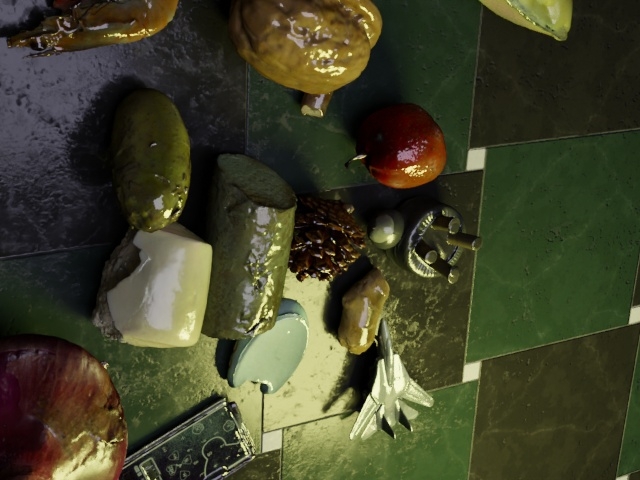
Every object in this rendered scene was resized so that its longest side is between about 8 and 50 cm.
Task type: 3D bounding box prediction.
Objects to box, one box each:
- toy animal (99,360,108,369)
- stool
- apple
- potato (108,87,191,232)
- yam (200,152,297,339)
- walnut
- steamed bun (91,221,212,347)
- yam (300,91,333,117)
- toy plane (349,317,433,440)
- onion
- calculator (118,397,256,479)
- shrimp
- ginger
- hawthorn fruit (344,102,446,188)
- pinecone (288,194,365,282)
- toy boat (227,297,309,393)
[{"bbox_3d":[-0.414,0.305,1.833,0.105,0.070,0.202,6,104,-46],"label":"toy animal"},{"bbox_3d":[0.200,0.005,2.027,0.228,0.139,0.153,-13,114,-30],"label":"stool"},{"bbox_3d":[0.376,-0.509,1.943,0.265,0.120,0.193,21,84,-38],"label":"apple"},{"bbox_3d":[-0.271,-0.133,1.656,0.113,0.149,0.251,19,54,-41],"label":"potato"},{"bbox_3d":[-0.133,0.014,1.809,0.168,0.168,0.304,1,109,-32],"label":"yam"},{"bbox_3d":[-0.025,-0.356,1.695,0.257,0.257,0.224,22,62,-36],"label":"walnut"},{"bbox_3d":[-0.290,0.064,1.727,0.170,0.200,0.225,6,95,-57],"label":"steamed bun"},{"bbox_3d":[0.018,-0.332,1.832,0.057,0.057,0.241,10,105,-34],"label":"yam"},{"bbox_3d":[0.130,0.274,2.133,0.212,0.088,0.267,-19,110,-25],"label":"toy plane"},{"bbox_3d":[-0.465,0.332,1.605,0.348,0.385,0.348,-3,105,-11],"label":"onion"},{"bbox_3d":[-0.260,0.424,1.984,0.274,0.028,0.166,-31,122,-17],"label":"calculator"},{"bbox_3d":[-0.350,-0.368,1.590,0.287,0.063,0.152,-22,117,-26],"label":"shrimp"},{"bbox_3d":[0.084,0.142,2.055,0.095,0.069,0.190,-5,112,-53],"label":"ginger"},{"bbox_3d":[0.131,-0.167,1.907,0.194,0.157,0.157,-17,117,-21],"label":"hawthorn fruit"},{"bbox_3d":[0.000,0.000,1.895,0.173,0.173,0.173,-12,115,-27],"label":"pinecone"},{"bbox_3d":[-0.099,0.197,1.975,0.134,0.079,0.208,17,111,-27],"label":"toy boat"}]
